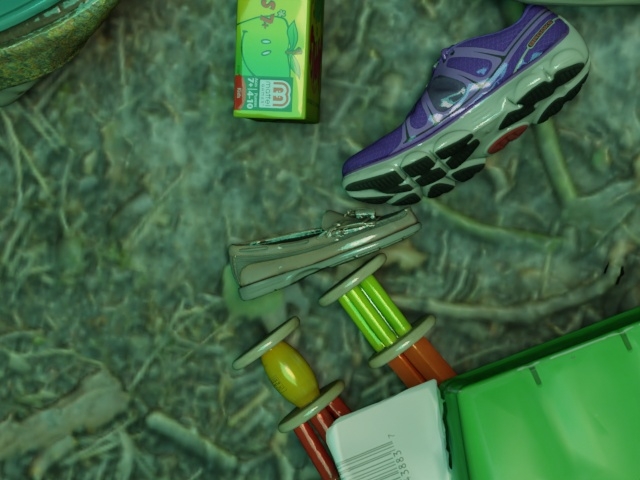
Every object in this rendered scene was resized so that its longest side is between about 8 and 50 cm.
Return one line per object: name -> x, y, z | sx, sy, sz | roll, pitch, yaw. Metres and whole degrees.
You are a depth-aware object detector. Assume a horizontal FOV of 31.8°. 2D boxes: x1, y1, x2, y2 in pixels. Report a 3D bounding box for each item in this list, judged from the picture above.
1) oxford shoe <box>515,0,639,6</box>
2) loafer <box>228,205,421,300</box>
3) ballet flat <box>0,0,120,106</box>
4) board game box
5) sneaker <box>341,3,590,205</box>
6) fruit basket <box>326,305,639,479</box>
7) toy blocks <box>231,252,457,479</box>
oxford shoe -> 0.285, -0.211, 0.590 | 0.449, 0.130, 0.169 | -3, 73, 11
loafer -> 0.000, 0.000, 0.710 | 0.125, 0.045, 0.039 | -22, 89, 10
ballet flat -> -0.250, -0.115, 0.693 | 0.349, 0.123, 0.123 | -19, 92, 7
board game box -> -0.022, -0.163, 0.674 | 0.043, 0.092, 0.181 | 2, 95, 4
sneaker -> 0.083, -0.082, 0.695 | 0.170, 0.068, 0.071 | -34, 65, 9
fruit basket -> 0.213, 0.208, 0.632 | 0.327, 0.165, 0.353 | -21, 92, -2
toy blocks -> 0.035, 0.101, 0.708 | 0.123, 0.054, 0.148 | -36, 90, 7
